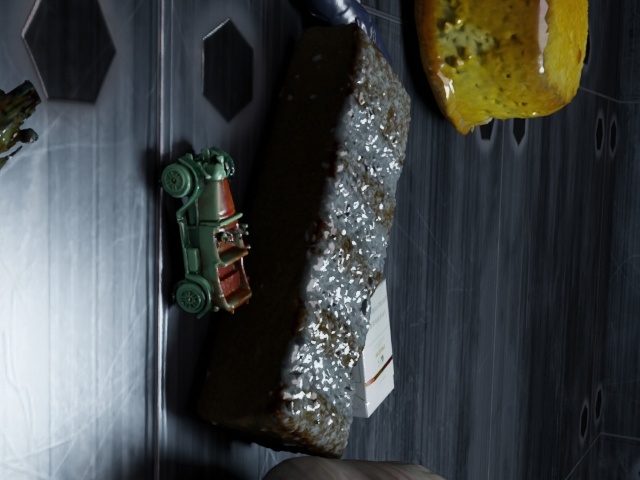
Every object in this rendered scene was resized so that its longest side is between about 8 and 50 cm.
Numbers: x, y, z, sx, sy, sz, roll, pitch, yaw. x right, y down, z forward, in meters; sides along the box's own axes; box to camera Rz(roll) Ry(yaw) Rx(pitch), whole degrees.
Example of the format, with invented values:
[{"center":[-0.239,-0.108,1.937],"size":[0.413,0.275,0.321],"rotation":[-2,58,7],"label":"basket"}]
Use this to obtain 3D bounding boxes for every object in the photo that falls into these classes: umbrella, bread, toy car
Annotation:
[{"center":[0.003,-0.252,0.938],"size":[0.248,0.071,0.071],"rotation":[45,54,-50],"label":"umbrella"},{"center":[0.000,0.000,0.908],"size":[0.165,0.113,0.416],"rotation":[44,55,-58],"label":"bread"},{"center":[0.267,-0.329,1.277],"size":[0.337,0.204,0.358],"rotation":[-28,120,-53],"label":"bread"},{"center":[-0.096,-0.008,0.784],"size":[0.073,0.054,0.143],"rotation":[-31,122,-58],"label":"toy car"}]

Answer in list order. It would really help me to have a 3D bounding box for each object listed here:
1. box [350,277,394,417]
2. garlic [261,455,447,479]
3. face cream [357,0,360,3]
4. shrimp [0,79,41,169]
[{"center":[0.055,0.130,1.108],"size":[0.084,0.040,0.154],"rotation":[-38,128,-58],"label":"box"},{"center":[0.030,0.342,0.829],"size":[0.317,0.259,0.317],"rotation":[-34,153,-20],"label":"garlic"},{"center":[0.033,-0.297,1.024],"size":[0.038,0.020,0.115],"rotation":[-31,120,-56],"label":"face cream"},{"center":[-0.245,-0.076,0.502],"size":[0.217,0.051,0.150],"rotation":[-46,125,-52],"label":"shrimp"}]
